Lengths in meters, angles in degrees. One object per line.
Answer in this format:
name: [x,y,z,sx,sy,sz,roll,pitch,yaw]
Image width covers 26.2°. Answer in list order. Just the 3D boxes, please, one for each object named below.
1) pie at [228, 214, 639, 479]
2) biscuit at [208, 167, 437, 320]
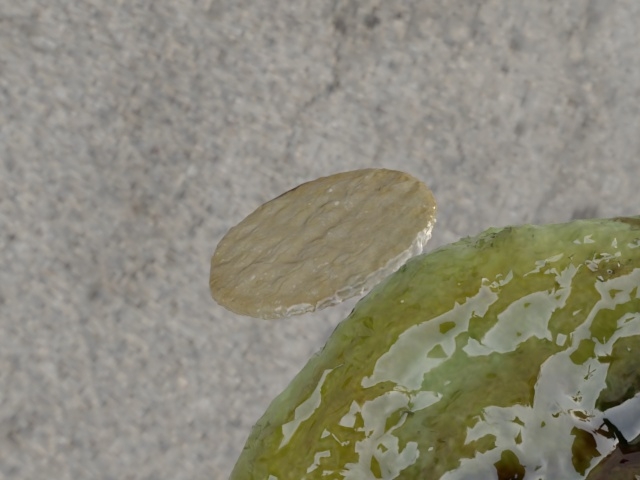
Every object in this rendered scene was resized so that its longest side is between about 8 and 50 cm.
pie: [0.111,0.127,0.375,0.323,0.323,0.070,-57,157,-6]
biscuit: [0.000,0.000,0.663,0.120,0.120,0.015,-38,121,-24]
